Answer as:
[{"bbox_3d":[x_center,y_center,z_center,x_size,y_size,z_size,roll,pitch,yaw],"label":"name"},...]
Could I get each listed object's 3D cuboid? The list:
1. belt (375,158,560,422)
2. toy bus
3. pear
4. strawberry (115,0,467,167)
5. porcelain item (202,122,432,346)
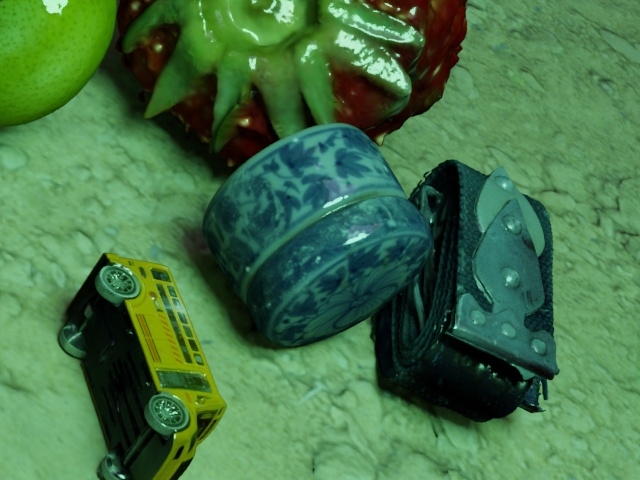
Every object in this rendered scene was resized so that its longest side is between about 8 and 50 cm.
[{"bbox_3d":[0.126,0.044,1.300,0.128,0.122,0.218,26,44,-19],"label":"belt"},{"bbox_3d":[-0.113,0.089,1.088,0.074,0.069,0.162,8,44,-38],"label":"toy bus"},{"bbox_3d":[-0.215,-0.182,1.178,0.180,0.216,0.166,59,15,-6],"label":"pear"},{"bbox_3d":[-0.014,-0.197,1.368,0.292,0.292,0.343,40,12,3],"label":"strawberry"},{"bbox_3d":[0.000,0.000,1.217,0.147,0.147,0.114,-8,56,-45],"label":"porcelain item"}]
